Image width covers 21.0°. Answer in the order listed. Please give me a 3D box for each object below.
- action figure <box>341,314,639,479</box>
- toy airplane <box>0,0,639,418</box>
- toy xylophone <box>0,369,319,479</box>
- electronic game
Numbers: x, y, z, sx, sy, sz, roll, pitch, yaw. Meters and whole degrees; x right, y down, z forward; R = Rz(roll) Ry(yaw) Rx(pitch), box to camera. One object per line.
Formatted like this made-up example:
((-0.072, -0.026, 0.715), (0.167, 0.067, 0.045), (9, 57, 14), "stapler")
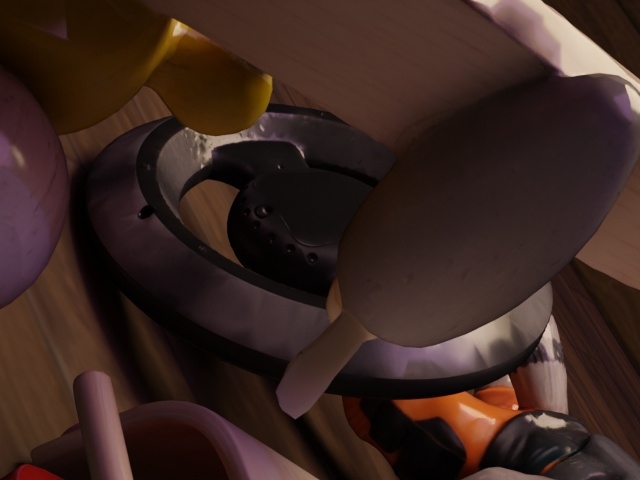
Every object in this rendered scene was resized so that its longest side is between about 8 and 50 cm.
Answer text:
((0.093, 0.116, 0.849), (0.330, 0.178, 0.341), (53, 7, 35), "action figure")
((-0.067, -0.097, 0.526), (0.386, 0.272, 0.384), (19, -15, 21), "toy airplane")
((-0.014, 0.168, 0.525), (0.236, 0.081, 0.323), (44, 17, -40), "toy xylophone")
((0.000, 0.000, 0.824), (0.229, 0.048, 0.229), (12, 30, -7), "electronic game")
